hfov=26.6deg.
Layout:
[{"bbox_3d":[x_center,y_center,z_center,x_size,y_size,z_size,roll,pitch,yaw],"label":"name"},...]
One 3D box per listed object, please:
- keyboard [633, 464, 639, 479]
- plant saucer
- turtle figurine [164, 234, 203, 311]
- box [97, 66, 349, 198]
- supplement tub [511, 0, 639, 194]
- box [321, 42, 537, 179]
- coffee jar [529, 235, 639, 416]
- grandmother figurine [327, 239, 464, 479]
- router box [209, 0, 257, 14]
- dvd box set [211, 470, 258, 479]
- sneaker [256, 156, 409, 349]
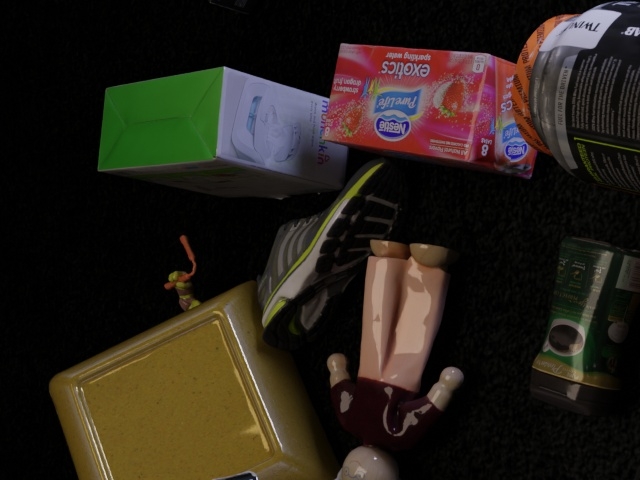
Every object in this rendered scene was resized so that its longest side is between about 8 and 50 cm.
[{"bbox_3d":[0.403,0.227,1.299,0.201,0.033,0.317,37,119,44],"label":"keyboard"},{"bbox_3d":[-0.182,0.242,1.776,0.333,0.081,0.332,-26,63,3],"label":"plant saucer"},{"bbox_3d":[-0.191,0.144,1.937,0.217,0.087,0.269,-37,65,13],"label":"turtle figurine"},{"bbox_3d":[-0.130,-0.135,1.828,0.262,0.231,0.126,-2,81,47],"label":"box"},{"bbox_3d":[0.355,-0.133,1.335,0.316,0.194,0.193,18,96,47],"label":"supplement tub"},{"bbox_3d":[0.136,-0.158,1.626,0.257,0.123,0.128,14,93,47],"label":"box"},{"bbox_3d":[0.287,0.093,1.445,0.096,0.079,0.184,16,93,47],"label":"coffee jar"},{"bbox_3d":[0.078,0.174,1.642,0.208,0.104,0.342,3,81,56],"label":"grandmother figurine"},{"bbox_3d":[-0.112,-0.529,1.998,0.308,0.081,0.243,-58,45,23],"label":"router box"},{"bbox_3d":[-0.069,0.494,1.591,0.420,0.062,0.307,97,156,-55],"label":"dvd box set"},{"bbox_3d":[0.000,0.000,1.757,0.300,0.111,0.121,-52,45,24],"label":"sneaker"}]
